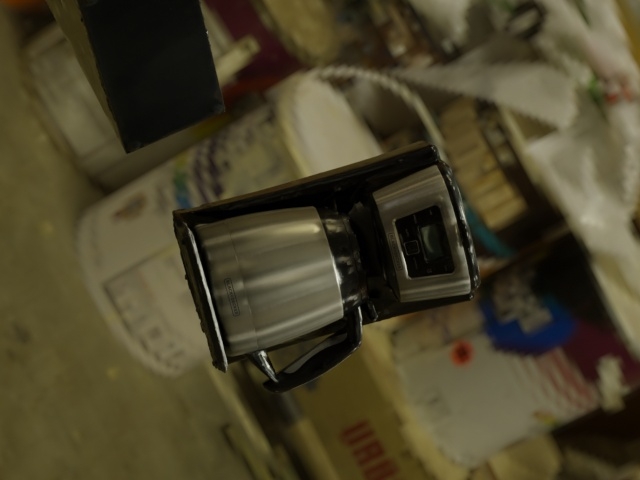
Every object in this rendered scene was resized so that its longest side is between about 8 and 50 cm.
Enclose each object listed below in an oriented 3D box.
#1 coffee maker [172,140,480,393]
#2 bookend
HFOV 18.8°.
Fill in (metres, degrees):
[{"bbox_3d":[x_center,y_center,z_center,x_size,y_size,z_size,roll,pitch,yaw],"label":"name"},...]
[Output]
[{"bbox_3d":[0.000,0.000,1.244,0.171,0.178,0.120,-114,-169,-57],"label":"coffee maker"},{"bbox_3d":[-0.133,-0.167,1.220,0.157,0.072,0.156,60,-11,33],"label":"bookend"}]
